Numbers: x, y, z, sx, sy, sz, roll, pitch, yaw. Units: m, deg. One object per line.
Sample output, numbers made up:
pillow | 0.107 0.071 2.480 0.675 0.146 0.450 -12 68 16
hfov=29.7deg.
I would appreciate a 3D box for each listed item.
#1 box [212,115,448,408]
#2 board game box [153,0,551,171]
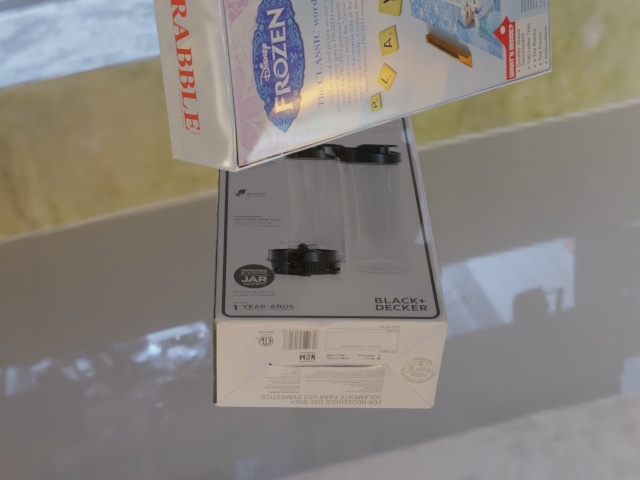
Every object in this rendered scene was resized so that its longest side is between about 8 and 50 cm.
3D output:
box | 0.000 0.000 0.962 0.169 0.087 0.290 0 -142 -5
board game box | 0.028 -0.235 0.761 0.066 0.319 0.318 13 -156 43
